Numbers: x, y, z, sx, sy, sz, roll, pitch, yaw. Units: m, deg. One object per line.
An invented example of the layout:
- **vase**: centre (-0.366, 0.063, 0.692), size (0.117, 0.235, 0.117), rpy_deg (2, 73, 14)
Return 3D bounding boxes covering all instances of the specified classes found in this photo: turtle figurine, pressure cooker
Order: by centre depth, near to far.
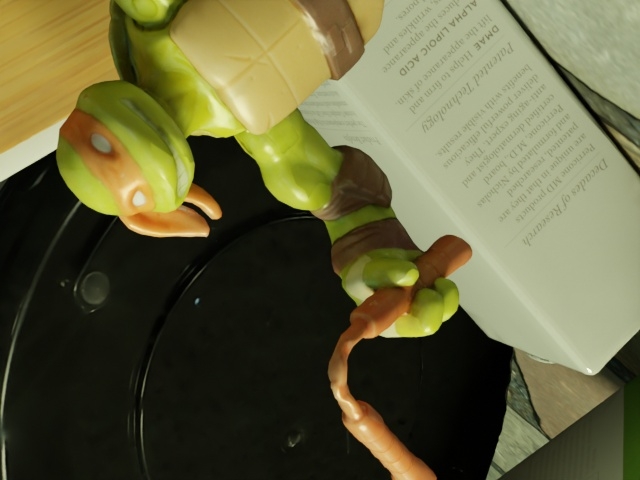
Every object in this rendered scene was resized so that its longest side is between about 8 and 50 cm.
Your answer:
- **turtle figurine**: centre (0.000, -0.069, 0.462), size (0.269, 0.217, 0.087), rpy_deg (51, 164, -25)
- **pressure cooker**: centre (-0.144, 0.042, 0.942), size (0.375, 0.370, 0.420), rpy_deg (32, 167, -39)

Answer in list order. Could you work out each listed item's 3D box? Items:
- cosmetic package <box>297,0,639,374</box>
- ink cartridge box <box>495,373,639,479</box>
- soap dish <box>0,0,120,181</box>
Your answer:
- **cosmetic package**: centre (0.058, -0.052, 0.720), size (0.231, 0.085, 0.117), rpy_deg (47, 171, -17)
- **ink cartridge box**: centre (0.117, 0.214, 0.896), size (0.097, 0.255, 0.189), rpy_deg (47, -159, -6)
- **soap dish**: centre (-0.117, -0.147, 0.534), size (0.229, 0.291, 0.118), rpy_deg (43, 150, 25)
